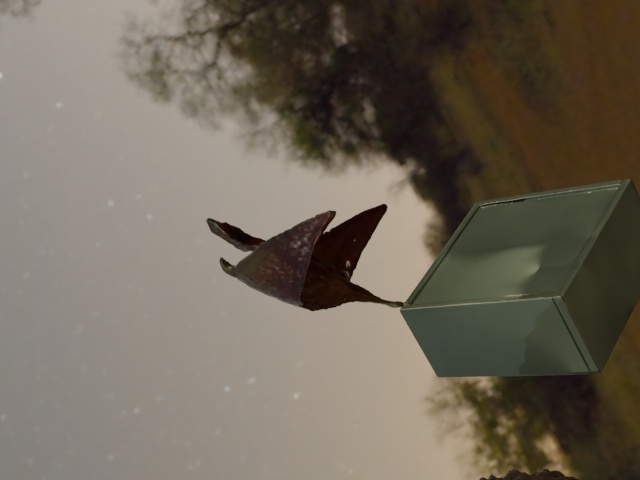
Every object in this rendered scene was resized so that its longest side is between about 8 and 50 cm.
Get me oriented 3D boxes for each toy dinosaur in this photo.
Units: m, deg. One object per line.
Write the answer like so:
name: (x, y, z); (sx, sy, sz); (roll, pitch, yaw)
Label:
toy dinosaur: (0.009, 0.003, 1.283); (0.206, 0.113, 0.327); (29, -169, 35)

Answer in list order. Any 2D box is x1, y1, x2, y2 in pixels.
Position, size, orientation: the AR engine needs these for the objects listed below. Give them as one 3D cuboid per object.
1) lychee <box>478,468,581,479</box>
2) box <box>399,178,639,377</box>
lychee: (0.240, 0.454, 1.367); (0.380, 0.432, 0.380); (44, 160, 20)
box: (0.255, 0.050, 1.490); (0.225, 0.225, 0.117); (-51, -59, -39)
